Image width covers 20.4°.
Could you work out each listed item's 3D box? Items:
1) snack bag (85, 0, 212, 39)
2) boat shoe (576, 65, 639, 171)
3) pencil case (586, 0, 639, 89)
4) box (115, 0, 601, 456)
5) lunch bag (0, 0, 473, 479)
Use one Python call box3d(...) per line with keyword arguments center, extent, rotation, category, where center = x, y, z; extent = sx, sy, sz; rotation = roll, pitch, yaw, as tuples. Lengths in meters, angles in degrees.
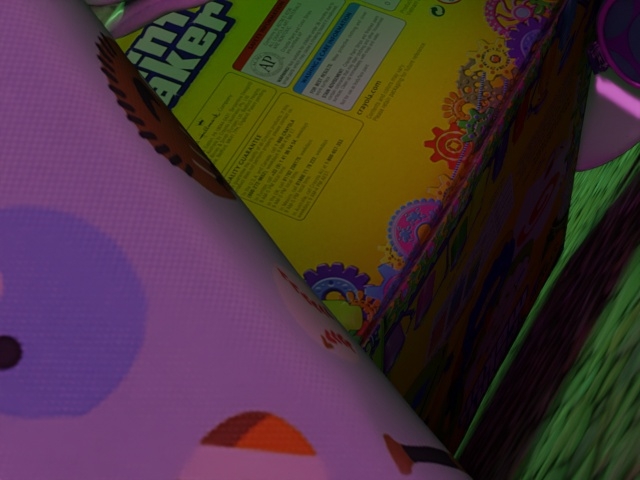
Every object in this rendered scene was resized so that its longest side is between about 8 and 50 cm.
box3d(center=(0.117, -0.181, 0.651), extent=(0.342, 0.037, 0.323), rotation=(-15, 19, 27), category="snack bag")
box3d(center=(0.188, -0.115, 1.010), extent=(0.183, 0.065, 0.083), rotation=(-54, -6, 6), category="boat shoe")
box3d(center=(0.184, -0.130, 0.880), extent=(0.152, 0.064, 0.070), rotation=(-54, -42, -47), category="pencil case")
box3d(center=(0.000, 0.000, 0.876), extent=(0.290, 0.177, 0.279), rotation=(-58, -20, -31), category="box")
box3d(center=(-0.143, 0.058, 0.530), extent=(0.239, 0.328, 0.385), rotation=(-35, -5, -23), category="lunch bag")
